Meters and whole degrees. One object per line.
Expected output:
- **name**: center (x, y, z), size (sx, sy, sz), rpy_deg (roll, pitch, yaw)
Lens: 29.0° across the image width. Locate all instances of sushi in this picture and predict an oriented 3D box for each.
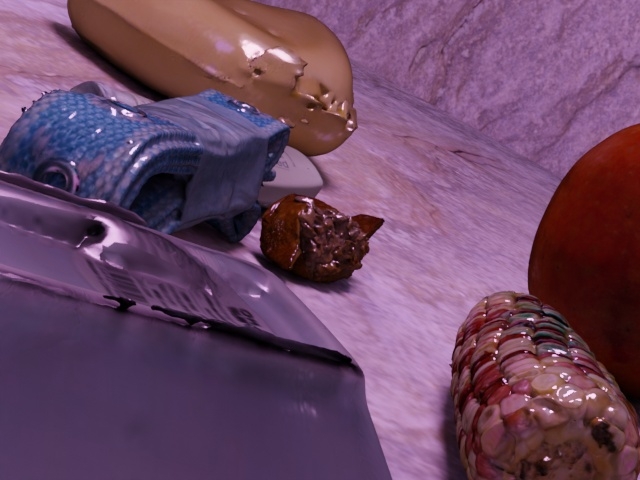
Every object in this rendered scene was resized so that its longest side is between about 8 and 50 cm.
- **sushi**: center (0.000, 0.000, 0.825), size (0.055, 0.052, 0.120), rpy_deg (18, 3, 29)

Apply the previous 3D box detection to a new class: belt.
- **belt**: center (-0.090, -0.037, 0.699), size (0.072, 0.087, 0.302), rpy_deg (23, 11, 11)

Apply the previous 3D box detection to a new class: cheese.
- **cheese**: center (-0.085, -0.173, 1.196), size (0.259, 0.128, 0.316), rpy_deg (5, 19, -45)

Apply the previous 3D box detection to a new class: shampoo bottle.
- **shampoo bottle**: center (-0.089, -0.063, 0.883), size (0.212, 0.049, 0.072), rpy_deg (14, 29, -48)

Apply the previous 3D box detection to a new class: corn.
- **corn**: center (0.109, 0.081, 0.652), size (0.086, 0.086, 0.253), rpy_deg (28, 10, -3)

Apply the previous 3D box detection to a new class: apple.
- **apple**: center (0.275, 0.016, 0.973), size (0.230, 0.230, 0.230), rpy_deg (27, 12, -6)

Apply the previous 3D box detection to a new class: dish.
- **dish**: center (-0.074, 0.039, 0.424), size (0.243, 0.080, 0.182), rpy_deg (20, 14, -38)
